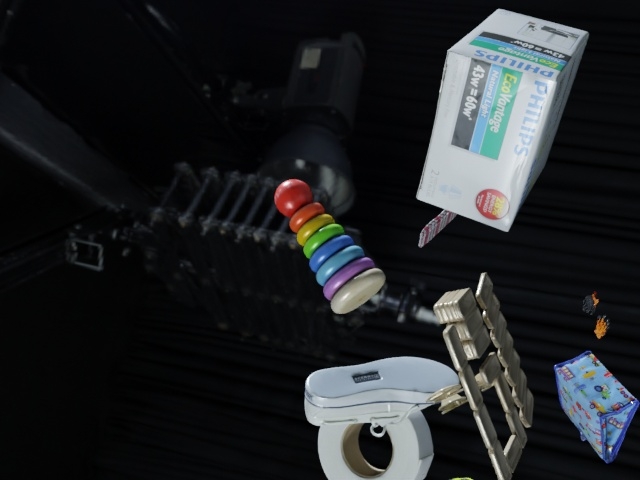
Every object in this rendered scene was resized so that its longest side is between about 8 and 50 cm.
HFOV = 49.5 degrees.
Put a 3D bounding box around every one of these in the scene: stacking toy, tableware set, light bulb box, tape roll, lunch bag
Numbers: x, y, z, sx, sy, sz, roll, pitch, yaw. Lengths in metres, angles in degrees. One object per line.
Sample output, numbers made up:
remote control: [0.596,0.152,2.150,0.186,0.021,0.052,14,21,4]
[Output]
stacking toy: [0.000,0.000,1.580,0.141,0.330,0.141,-32,-19,-13]
tableware set: [0.261,0.262,1.220,0.020,0.141,0.168,67,-168,25]
light bulb box: [0.405,-0.276,1.544,0.361,0.225,0.358,-45,-30,-49]
tape roll: [0.139,0.523,1.774,0.100,0.286,0.287,14,-93,-60]
lunch bag: [0.826,0.528,2.129,0.221,0.138,0.293,-123,18,-48]

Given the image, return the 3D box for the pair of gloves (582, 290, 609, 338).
pair of gloves: [0.539,0.146,1.362,0.074,0.010,0.083,85,170,-61]

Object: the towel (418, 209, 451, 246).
towel: [0.395,-0.063,2.303,0.197,0.029,0.144,-42,-16,-8]

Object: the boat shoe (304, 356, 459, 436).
boat shoe: [0.139,0.377,1.605,0.136,0.366,0.157,-119,30,-53]

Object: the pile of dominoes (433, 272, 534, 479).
pile of dominoes: [0.236,0.191,1.003,0.196,0.040,0.251,-33,-77,-54]

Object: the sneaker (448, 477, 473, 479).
sneaker: [0.167,0.498,1.103,0.295,0.124,0.109,-28,-10,-29]
